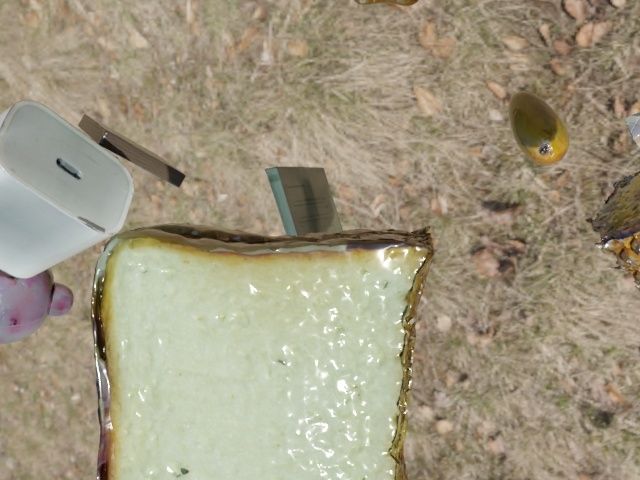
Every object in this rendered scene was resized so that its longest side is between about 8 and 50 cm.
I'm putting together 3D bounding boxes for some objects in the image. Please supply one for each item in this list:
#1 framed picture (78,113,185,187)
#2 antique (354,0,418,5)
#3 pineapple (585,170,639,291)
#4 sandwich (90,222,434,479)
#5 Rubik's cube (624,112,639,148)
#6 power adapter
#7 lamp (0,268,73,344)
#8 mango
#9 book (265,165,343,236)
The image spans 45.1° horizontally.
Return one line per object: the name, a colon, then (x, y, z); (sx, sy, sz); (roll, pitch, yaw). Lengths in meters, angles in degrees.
framed picture: (-0.276, -0.131, 1.116); (0.023, 0.128, 0.168); (-59, 31, 1)
antique: (0.104, -0.498, 1.154); (0.129, 0.224, 0.278); (-97, 3, -53)
pineapple: (0.743, -0.024, 1.519); (0.300, 0.352, 0.352); (39, 144, -10)
sandwich: (-0.049, 0.135, 0.619); (0.271, 0.099, 0.301); (4, 101, 15)
Rubik's cube: (0.670, -0.233, 1.571); (0.073, 0.075, 0.084); (-28, 62, 30)
power adapter: (-0.396, -0.049, 0.997); (0.255, 0.187, 0.124); (-22, 44, 34)
lamp: (-0.616, 0.047, 1.415); (0.301, 0.247, 0.247); (36, 112, 26)
mango: (0.525, -0.274, 1.872); (0.113, 0.138, 0.253); (-51, 32, 33)
book: (0.000, 0.000, 1.401); (0.025, 0.215, 0.282); (-19, 85, 25)
